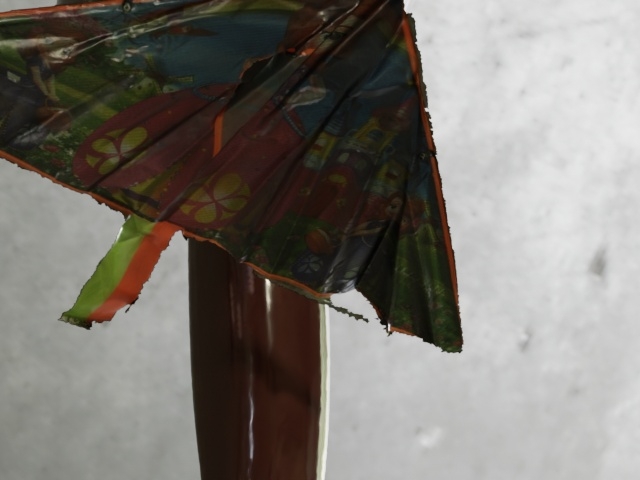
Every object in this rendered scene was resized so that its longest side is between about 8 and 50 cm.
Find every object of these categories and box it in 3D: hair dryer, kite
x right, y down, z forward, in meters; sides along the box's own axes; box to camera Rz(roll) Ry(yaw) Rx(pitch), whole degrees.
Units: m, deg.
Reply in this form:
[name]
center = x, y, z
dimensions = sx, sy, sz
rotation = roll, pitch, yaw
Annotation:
[hair dryer]
center = 0.000, 0.000, 0.643
dimensions = 0.123, 0.312, 0.340
rotation = 1, 82, -30
[kite]
center = -0.040, -0.028, 0.526
dimensions = 0.241, 0.014, 0.183
rotation = 20, 135, -21
